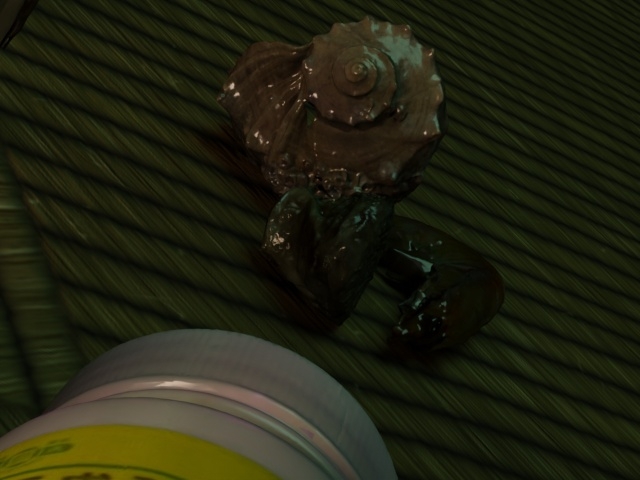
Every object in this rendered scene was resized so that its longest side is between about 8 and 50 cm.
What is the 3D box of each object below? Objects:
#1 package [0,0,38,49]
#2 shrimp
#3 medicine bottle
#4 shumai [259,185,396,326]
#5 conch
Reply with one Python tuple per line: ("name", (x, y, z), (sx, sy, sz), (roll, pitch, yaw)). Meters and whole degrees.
("package", (-0.250, -0.018, 0.760), (0.221, 0.311, 0.165), (41, 22, 10))
("shrimp", (0.079, 0.031, 1.583), (0.150, 0.068, 0.248), (25, 16, -1))
("medicine bottle", (-0.080, 0.185, 0.757), (0.213, 0.213, 0.378), (37, 20, -4))
("shumai", (0.001, -0.001, 1.463), (0.087, 0.099, 0.124), (26, -19, 7))
("conch", (0.011, -0.096, 1.615), (0.178, 0.163, 0.245), (29, -10, 8))
